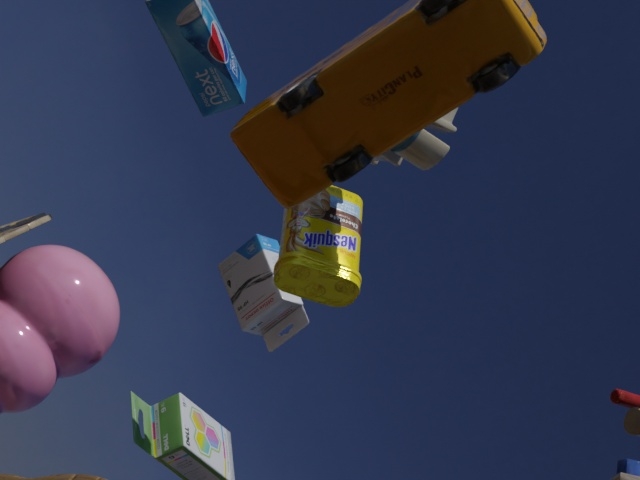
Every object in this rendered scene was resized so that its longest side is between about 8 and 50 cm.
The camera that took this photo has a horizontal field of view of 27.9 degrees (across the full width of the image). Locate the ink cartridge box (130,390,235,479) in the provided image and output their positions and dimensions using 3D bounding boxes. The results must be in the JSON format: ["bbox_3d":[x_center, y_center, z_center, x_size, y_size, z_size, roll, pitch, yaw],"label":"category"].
[{"bbox_3d":[-0.224,0.325,2.113,0.209,0.062,0.109,47,23,-42],"label":"ink cartridge box"}]

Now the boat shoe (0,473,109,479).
[{"bbox_3d":[-0.274,0.291,1.263,0.277,0.098,0.096,1,-66,31],"label":"boat shoe"}]

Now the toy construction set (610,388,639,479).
[{"bbox_3d":[0.557,0.350,1.830,0.257,0.237,0.309,-51,-146,34],"label":"toy construction set"}]

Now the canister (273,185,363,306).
[{"bbox_3d":[0.000,0.000,1.883,0.073,0.126,0.170,124,-22,-47],"label":"canister"}]

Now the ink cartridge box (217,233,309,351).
[{"bbox_3d":[-0.100,0.092,2.254,0.104,0.060,0.180,-38,-124,23],"label":"ink cartridge box"}]

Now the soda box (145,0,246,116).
[{"bbox_3d":[-0.180,-0.290,1.886,0.067,0.071,0.210,-91,160,-50],"label":"soda box"}]

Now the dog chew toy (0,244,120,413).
[{"bbox_3d":[-0.455,0.157,1.899,0.206,0.332,0.207,33,-30,23],"label":"dog chew toy"}]

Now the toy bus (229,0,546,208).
[{"bbox_3d":[0.066,-0.159,1.302,0.332,0.130,0.108,-31,-79,27],"label":"toy bus"}]

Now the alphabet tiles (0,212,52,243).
[{"bbox_3d":[-0.578,0.025,1.921,0.342,0.285,0.011,-14,-80,29],"label":"alphabet tiles"}]

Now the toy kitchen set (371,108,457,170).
[{"bbox_3d":[0.115,-0.219,1.810,0.166,0.122,0.207,10,-107,56],"label":"toy kitchen set"}]
